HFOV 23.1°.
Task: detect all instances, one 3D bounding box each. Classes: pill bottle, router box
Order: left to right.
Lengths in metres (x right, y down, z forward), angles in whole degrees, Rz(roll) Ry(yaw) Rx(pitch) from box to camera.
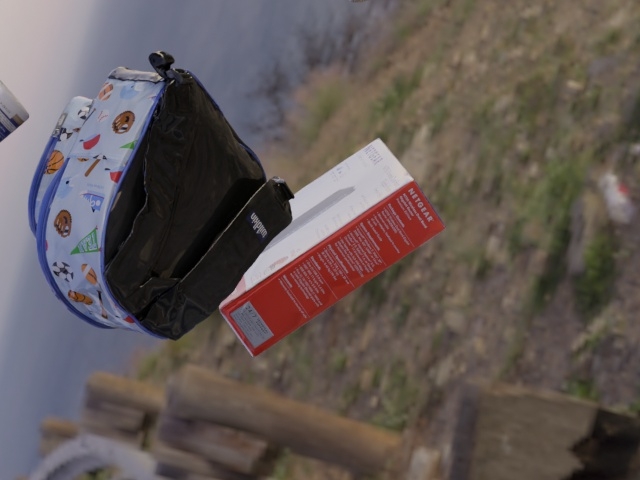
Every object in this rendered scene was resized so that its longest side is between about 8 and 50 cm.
[{"bbox_3d":[-0.363,-0.114,1.599,0.120,0.067,0.067,-41,11,-3],"label":"pill bottle"},{"bbox_3d":[0.000,0.000,2.138,0.301,0.082,0.335,-34,14,2],"label":"router box"}]

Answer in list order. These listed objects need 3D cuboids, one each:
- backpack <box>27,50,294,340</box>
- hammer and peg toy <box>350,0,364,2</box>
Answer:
[{"bbox_3d":[-0.198,-0.031,1.718,0.213,0.276,0.263,-2,55,35],"label":"backpack"},{"bbox_3d":[0.168,-0.462,2.027,0.127,0.361,0.266,118,135,-74],"label":"hammer and peg toy"}]
